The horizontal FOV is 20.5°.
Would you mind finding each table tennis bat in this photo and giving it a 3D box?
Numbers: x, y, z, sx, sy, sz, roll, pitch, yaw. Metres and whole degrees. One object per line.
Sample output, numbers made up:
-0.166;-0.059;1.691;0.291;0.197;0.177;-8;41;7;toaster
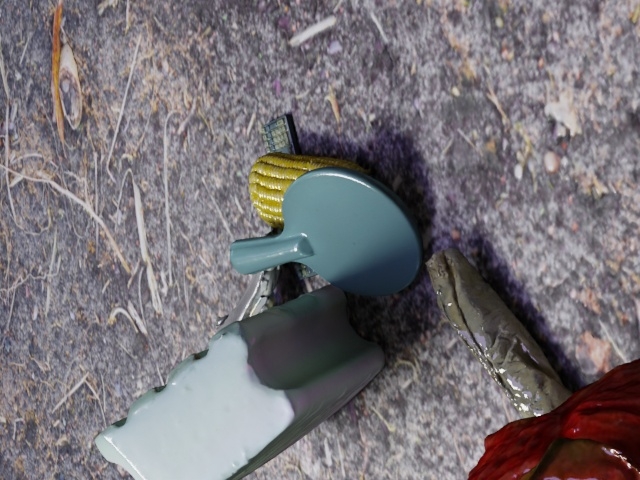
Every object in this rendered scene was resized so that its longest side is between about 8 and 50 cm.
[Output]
0.000;0.000;1.781;0.244;0.040;0.153;-13;117;43;table tennis bat

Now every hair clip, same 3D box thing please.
-0.071;0.046;1.952;0.116;0.049;0.172;-96;23;-59;hair clip

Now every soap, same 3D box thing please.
-0.062;0.157;1.783;0.208;0.347;0.115;-39;83;19;soap

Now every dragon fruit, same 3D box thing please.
0.238;0.249;1.332;0.240;0.330;0.302;57;149;-7;dragon fruit

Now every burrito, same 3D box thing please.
0.169;0.100;1.602;0.058;0.063;0.229;-45;61;9;burrito

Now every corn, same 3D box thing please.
-0.010;-0.050;1.836;0.165;0.063;0.085;3;88;52;corn

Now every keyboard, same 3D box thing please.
-0.028;-0.047;1.925;0.055;0.014;0.176;-19;84;57;keyboard
